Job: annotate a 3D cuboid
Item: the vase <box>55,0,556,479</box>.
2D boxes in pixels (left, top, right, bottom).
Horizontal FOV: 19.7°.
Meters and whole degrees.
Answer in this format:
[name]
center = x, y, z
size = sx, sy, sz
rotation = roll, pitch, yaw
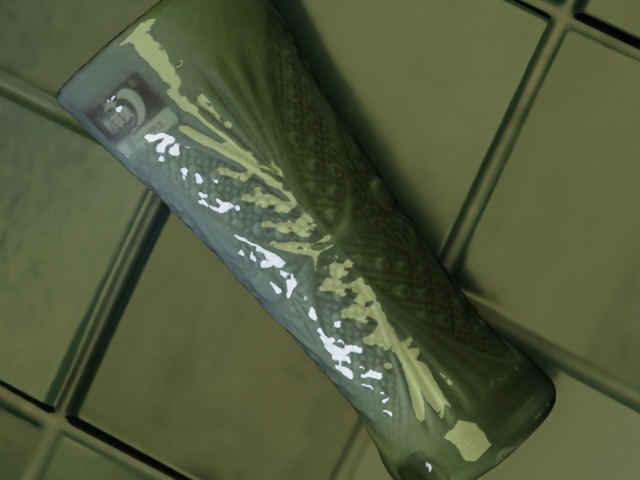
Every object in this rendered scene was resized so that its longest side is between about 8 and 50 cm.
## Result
[vase]
center = 0.000, 0.000, 0.736
size = 0.096, 0.096, 0.219
rotation = -39, 91, 8
